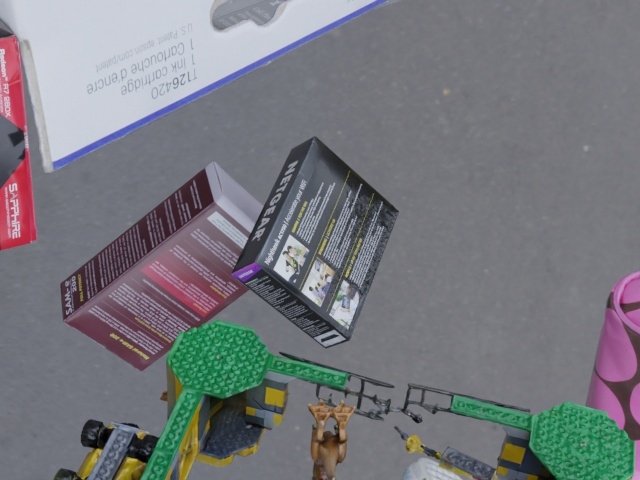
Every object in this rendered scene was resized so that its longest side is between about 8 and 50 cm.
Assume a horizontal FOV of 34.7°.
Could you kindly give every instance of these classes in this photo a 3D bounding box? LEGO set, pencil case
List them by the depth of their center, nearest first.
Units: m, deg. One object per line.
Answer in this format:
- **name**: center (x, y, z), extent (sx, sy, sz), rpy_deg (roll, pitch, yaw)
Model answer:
- **LEGO set**: center (0.018, 0.208, 0.598), extent (0.331, 0.192, 0.255), rpy_deg (8, 39, 1)
- **pencil case**: center (0.232, 0.129, 0.710), extent (0.095, 0.098, 0.209), rpy_deg (-62, 158, -54)

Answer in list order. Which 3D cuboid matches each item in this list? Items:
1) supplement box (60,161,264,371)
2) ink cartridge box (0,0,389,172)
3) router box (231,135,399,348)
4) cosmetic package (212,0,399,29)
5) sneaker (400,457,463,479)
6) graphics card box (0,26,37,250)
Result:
- **supplement box**: center (-0.166, 0.034, 1.172), extent (0.239, 0.073, 0.130), rpy_deg (-37, 130, 12)
- **ink cartridge box**: center (-0.043, -0.228, 0.482), extent (0.303, 0.072, 0.307), rpy_deg (-34, 145, -36)
- **router box**: center (0.000, 0.000, 1.056), extent (0.133, 0.046, 0.179), rpy_deg (41, 51, -22)
- **cosmetic package**: center (0.011, -0.280, 1.006), extent (0.127, 0.238, 0.107), rpy_deg (6, 74, -66)
- **sneaker**: center (0.178, 0.372, 0.928), extent (0.366, 0.135, 0.150), rpy_deg (45, 104, 13)
- **graphics card box**: center (-0.465, -0.070, 0.969), extent (0.371, 0.094, 0.233), rpy_deg (-19, 123, -36)
